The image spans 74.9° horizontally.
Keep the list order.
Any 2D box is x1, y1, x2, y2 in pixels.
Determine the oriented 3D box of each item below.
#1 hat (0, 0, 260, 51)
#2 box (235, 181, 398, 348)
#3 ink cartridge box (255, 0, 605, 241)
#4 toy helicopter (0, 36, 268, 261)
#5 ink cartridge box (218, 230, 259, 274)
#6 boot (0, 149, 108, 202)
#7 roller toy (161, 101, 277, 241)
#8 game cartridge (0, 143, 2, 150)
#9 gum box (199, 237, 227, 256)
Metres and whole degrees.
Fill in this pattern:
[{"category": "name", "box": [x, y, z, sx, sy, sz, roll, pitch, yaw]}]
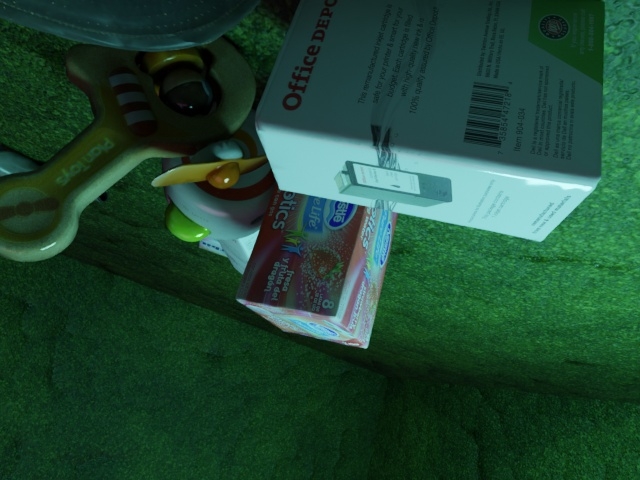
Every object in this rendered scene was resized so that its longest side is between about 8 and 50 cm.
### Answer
[{"category": "hat", "box": [-0.155, -0.289, 0.247, 0.134, 0.331, 0.331, 47, 179, 37]}, {"category": "box", "box": [0.019, -0.018, 0.602, 0.142, 0.300, 0.154, 6, 155, 25]}, {"category": "ink cartridge box", "box": [0.102, -0.134, 0.407, 0.272, 0.199, 0.115, 13, 159, 11]}, {"category": "toy helicopter", "box": [-0.198, -0.110, 0.468, 0.235, 0.355, 0.140, 42, 151, -13]}, {"category": "ink cartridge box", "box": [-0.157, 0.000, 0.914, 0.158, 0.092, 0.218, 33, 156, 37]}, {"category": "boot", "box": [-0.684, -0.165, 1.068, 0.161, 0.084, 0.246, -6, 155, 29]}, {"category": "roller toy", "box": [-0.146, -0.110, 0.652, 0.191, 0.210, 0.146, -3, 164, -20]}, {"category": "game cartridge", "box": [-0.864, -0.306, 0.869, 0.230, 0.068, 0.355, 16, 158, -10]}, {"category": "gum box", "box": [-0.235, 0.011, 1.162, 0.188, 0.062, 0.107, 21, 158, -10]}]
